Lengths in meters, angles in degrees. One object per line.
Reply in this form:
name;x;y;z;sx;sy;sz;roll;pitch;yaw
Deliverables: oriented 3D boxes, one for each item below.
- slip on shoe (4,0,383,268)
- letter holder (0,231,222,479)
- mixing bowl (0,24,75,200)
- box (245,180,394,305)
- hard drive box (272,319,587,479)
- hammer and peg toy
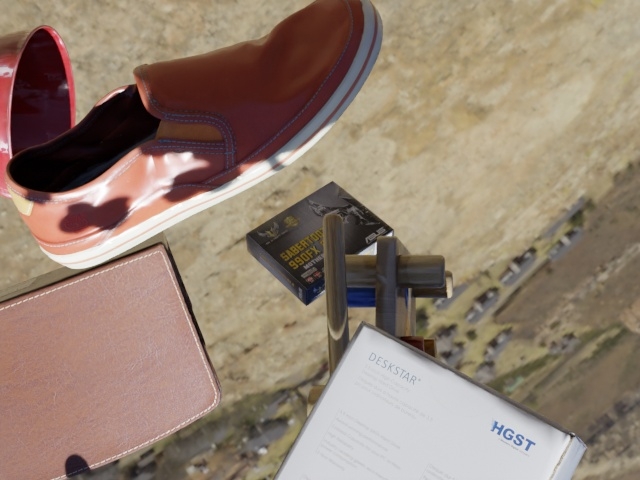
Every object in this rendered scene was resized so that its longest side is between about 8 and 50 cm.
slip on shoe;-0.099;-0.098;0.660;0.331;0.123;0.101;-30;136;4
letter holder;-0.288;0.145;0.984;0.302;0.214;0.152;-21;-171;-8
mixing bowl;-0.316;-0.124;0.827;0.098;0.181;0.181;5;149;1
box;0.000;0.000;1.644;0.231;0.183;0.056;-32;148;-27
hard drive box;0.060;0.206;0.625;0.232;0.181;0.089;-60;150;-6
hammer and peg toy;0.084;0.120;0.950;0.127;0.265;0.361;0;172;11
